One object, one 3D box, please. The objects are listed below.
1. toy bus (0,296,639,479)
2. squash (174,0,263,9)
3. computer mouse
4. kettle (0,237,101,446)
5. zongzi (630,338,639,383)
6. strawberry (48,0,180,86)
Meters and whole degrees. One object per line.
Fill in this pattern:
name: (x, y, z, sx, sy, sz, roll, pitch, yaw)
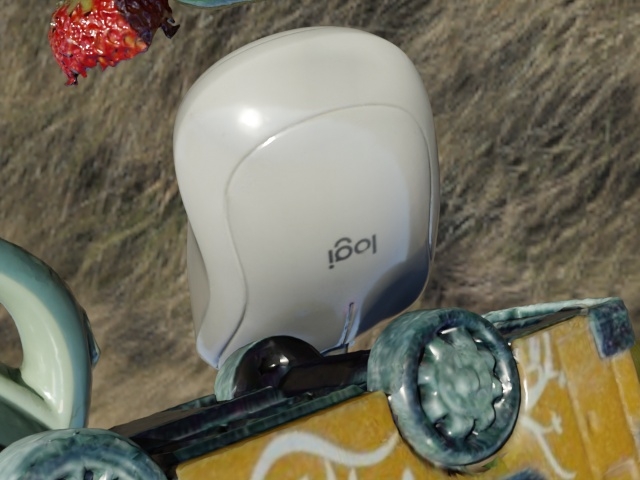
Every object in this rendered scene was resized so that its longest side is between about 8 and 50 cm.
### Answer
toy bus: (-0.015, 0.139, 0.402, 0.323, 0.194, 0.162, -14, 177, -35)
squash: (-0.115, -0.366, 1.420, 0.379, 0.101, 0.101, 8, 164, 42)
computer mouse: (0.000, 0.000, 0.695, 0.184, 0.121, 0.297, -18, 137, -20)
kettle: (-0.320, 0.141, 0.754, 0.342, 0.319, 0.247, 14, -177, -31)
zongzi: (0.258, 0.146, 0.954, 0.300, 0.138, 0.286, -13, 178, -5)
strawberry: (-0.228, -0.232, 1.116, 0.145, 0.145, 0.086, -5, 132, 31)
